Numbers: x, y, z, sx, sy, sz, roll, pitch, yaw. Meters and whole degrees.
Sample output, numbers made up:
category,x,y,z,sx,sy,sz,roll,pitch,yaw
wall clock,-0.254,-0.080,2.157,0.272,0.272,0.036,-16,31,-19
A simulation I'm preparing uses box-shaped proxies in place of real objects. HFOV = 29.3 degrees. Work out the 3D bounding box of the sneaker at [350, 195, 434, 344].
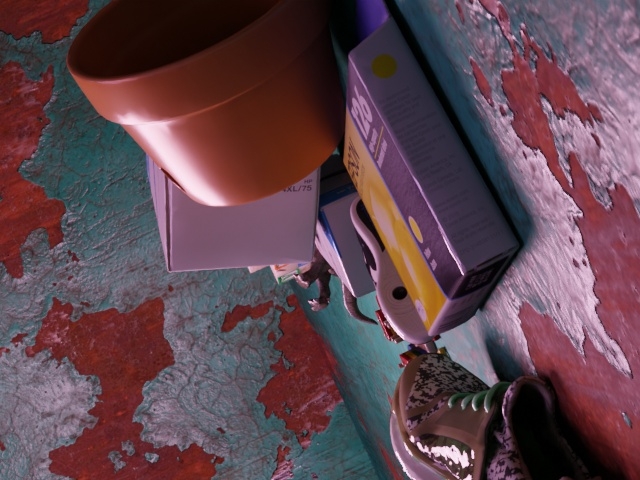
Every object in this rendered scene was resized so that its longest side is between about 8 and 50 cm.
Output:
category,x,y,z,sx,sy,sz,roll,pitch,yaw
sneaker,0.103,0.050,1.463,0.121,0.079,0.216,69,-178,-54

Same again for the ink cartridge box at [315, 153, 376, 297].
category,x,y,z,sx,sy,sz,roll,pitch,yaw
ink cartridge box,0.034,-0.025,1.676,0.190,0.082,0.139,-125,12,-68

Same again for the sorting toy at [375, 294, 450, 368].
category,x,y,z,sx,sy,sz,roll,pitch,yaw
sorting toy,0.127,0.148,1.724,0.274,0.046,0.132,-160,46,-81

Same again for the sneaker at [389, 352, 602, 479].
category,x,y,z,sx,sy,sz,roll,pitch,yaw
sneaker,0.191,0.198,1.208,0.410,0.158,0.182,-122,40,-60

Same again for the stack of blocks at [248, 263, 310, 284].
category,x,y,z,sx,sy,sz,roll,pitch,yaw
stack of blocks,-0.060,-0.022,2.070,0.297,0.171,0.087,82,162,-71

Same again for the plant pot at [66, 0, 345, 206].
category,x,y,z,sx,sy,sz,roll,pitch,yaw
plant pot,-0.100,-0.174,1.334,0.203,0.291,0.291,64,175,-31

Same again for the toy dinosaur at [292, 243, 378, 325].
category,x,y,z,sx,sy,sz,roll,pitch,yaw
toy dinosaur,0.000,0.000,1.839,0.313,0.160,0.121,41,159,-6

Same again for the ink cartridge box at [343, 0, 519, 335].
category,x,y,z,sx,sy,sz,roll,pitch,yaw
ink cartridge box,0.077,-0.077,1.197,0.307,0.072,0.303,62,174,13

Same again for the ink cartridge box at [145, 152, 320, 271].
category,x,y,z,sx,sy,sz,roll,pitch,yaw
ink cartridge box,-0.125,-0.114,1.633,0.270,0.198,0.197,-111,21,-56
